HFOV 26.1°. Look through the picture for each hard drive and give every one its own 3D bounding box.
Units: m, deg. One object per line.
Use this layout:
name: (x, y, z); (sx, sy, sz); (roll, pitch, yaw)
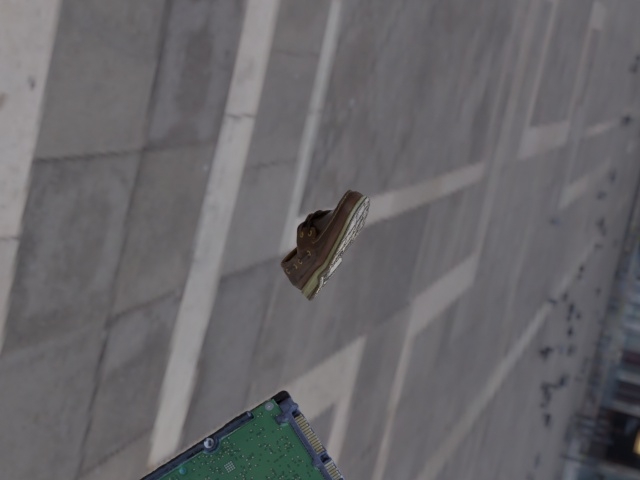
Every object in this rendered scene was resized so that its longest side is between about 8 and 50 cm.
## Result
hard drive: (-0.114, 0.333, 1.355); (0.339, 0.237, 0.064); (-32, 171, -10)

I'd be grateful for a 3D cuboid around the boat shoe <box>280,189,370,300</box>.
boat shoe: (0.000, 0.000, 1.505); (0.064, 0.060, 0.178); (-49, 174, -37)
